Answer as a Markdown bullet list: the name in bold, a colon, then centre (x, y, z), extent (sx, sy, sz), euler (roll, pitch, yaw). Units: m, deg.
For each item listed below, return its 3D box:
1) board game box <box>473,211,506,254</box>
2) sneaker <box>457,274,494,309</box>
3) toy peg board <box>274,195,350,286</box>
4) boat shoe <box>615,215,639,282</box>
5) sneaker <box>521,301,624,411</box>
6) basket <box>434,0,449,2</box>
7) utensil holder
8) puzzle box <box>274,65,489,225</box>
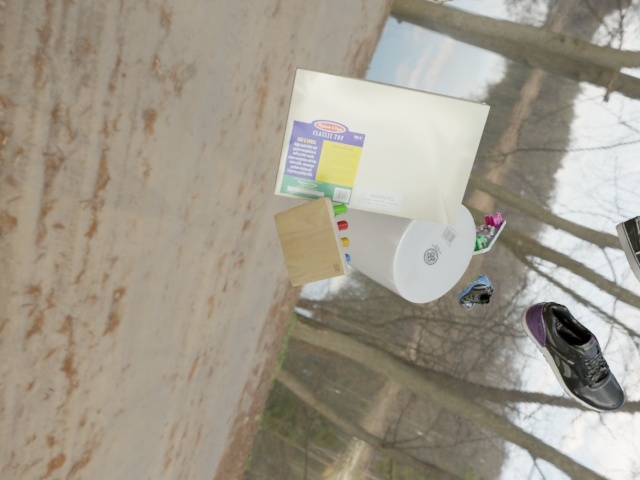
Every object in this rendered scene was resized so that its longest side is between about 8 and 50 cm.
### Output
- **board game box**: centre (0.448, 0.004, 2.262), extent (0.390, 0.390, 0.050), euler (-33, 106, -60)
- **sneaker**: centre (0.479, 0.175, 1.909), extent (0.067, 0.078, 0.188), euler (-30, 160, -22)
- **toy peg board**: centre (0.000, 0.000, 1.303), extent (0.079, 0.161, 0.160), euler (-14, 88, -45)
- **boat shoe**: centre (1.092, 0.049, 2.076), extent (0.105, 0.113, 0.306), euler (-35, -142, 34)
- **sneaker**: centre (0.554, 0.253, 1.325), extent (0.107, 0.283, 0.124), euler (-40, 175, -14)
- **basket**: centre (0.355, -0.651, 1.345), extent (0.213, 0.299, 0.222), euler (-110, -164, -58)
- **utensil holder**: centre (0.209, -0.028, 1.830), extent (0.328, 0.385, 0.327), euler (-15, 119, -29)
- **puzzle box**: centre (0.122, -0.195, 1.311), extent (0.052, 0.409, 0.272), euler (-98, -160, -66)
